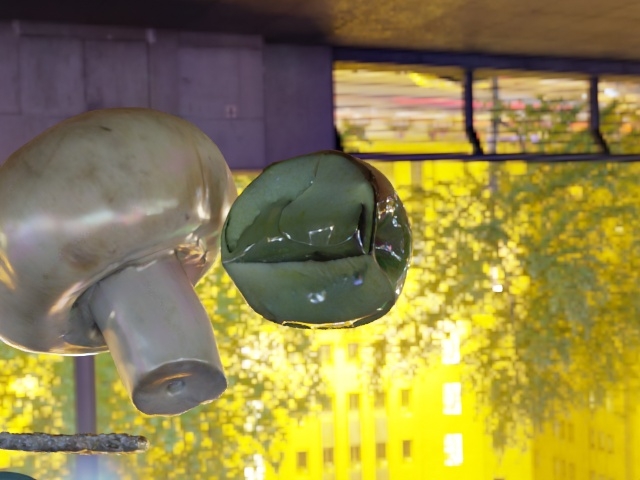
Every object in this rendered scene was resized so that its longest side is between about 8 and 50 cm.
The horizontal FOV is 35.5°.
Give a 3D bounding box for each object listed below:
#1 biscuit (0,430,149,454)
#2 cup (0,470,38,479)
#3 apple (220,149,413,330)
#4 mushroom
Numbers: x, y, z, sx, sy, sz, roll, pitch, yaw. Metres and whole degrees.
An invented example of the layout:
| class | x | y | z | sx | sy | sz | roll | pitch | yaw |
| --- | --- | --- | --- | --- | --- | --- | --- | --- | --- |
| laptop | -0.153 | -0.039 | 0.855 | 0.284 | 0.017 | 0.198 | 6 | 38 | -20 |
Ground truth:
| class | x | y | z | sx | sy | sz | roll | pitch | yaw |
| --- | --- | --- | --- | --- | --- | --- | --- | --- | --- |
| biscuit | -0.357 | 0.305 | 1.496 | 0.250 | 0.032 | 0.133 | -3 | 165 | 18 |
| cup | -0.463 | 0.469 | 1.286 | 0.219 | 0.257 | 0.290 | 30 | 128 | -31 |
| apple | 0.000 | 0.000 | 1.140 | 0.188 | 0.207 | 0.174 | -6 | -160 | 26 |
| mushroom | -0.263 | 0.015 | 1.194 | 0.353 | 0.353 | 0.325 | -1 | 148 | 45 |
